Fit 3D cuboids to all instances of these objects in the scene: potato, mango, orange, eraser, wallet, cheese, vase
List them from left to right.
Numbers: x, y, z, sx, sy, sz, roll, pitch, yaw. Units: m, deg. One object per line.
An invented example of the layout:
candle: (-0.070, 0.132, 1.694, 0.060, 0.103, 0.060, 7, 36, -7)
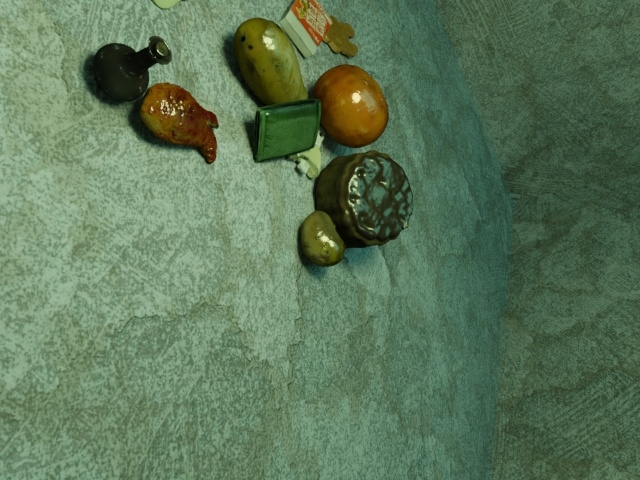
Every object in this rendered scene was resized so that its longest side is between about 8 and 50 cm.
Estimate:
vase: (-0.384, -0.361, 1.089, 0.120, 0.183, 0.120, 21, 64, -52)
mango: (-0.139, -0.488, 1.530, 0.176, 0.175, 0.329, -41, 142, -16)
wallet: (-0.099, -0.323, 1.537, 0.236, 0.055, 0.160, -21, 129, -39)
eraser: (-0.047, -0.757, 1.829, 0.157, 0.038, 0.230, 47, 48, -30)
cheese: (-0.029, -0.297, 1.717, 0.127, 0.049, 0.235, 51, 40, -30)
potato: (0.000, 0.000, 1.603, 0.137, 0.137, 0.176, 16, 45, -53)
orange: (0.101, -0.446, 1.774, 0.284, 0.226, 0.284, 54, 8, -11)

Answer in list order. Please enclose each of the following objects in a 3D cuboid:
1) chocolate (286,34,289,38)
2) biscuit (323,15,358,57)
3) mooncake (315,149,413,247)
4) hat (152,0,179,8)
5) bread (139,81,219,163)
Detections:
chocolate: (-0.144, -0.640, 1.675, 0.100, 0.031, 0.065, 27, 76, -45)
biscuit: (0.064, -0.785, 2.023, 0.236, 0.040, 0.144, -4, 76, -50)
mooncake: (0.148, -0.134, 1.729, 0.324, 0.187, 0.324, 2, 86, -34)
hat: (-0.370, -0.644, 1.319, 0.166, 0.081, 0.122, -58, 168, -29)
bread: (-0.316, -0.284, 1.246, 0.269, 0.095, 0.139, 19, 72, -58)
